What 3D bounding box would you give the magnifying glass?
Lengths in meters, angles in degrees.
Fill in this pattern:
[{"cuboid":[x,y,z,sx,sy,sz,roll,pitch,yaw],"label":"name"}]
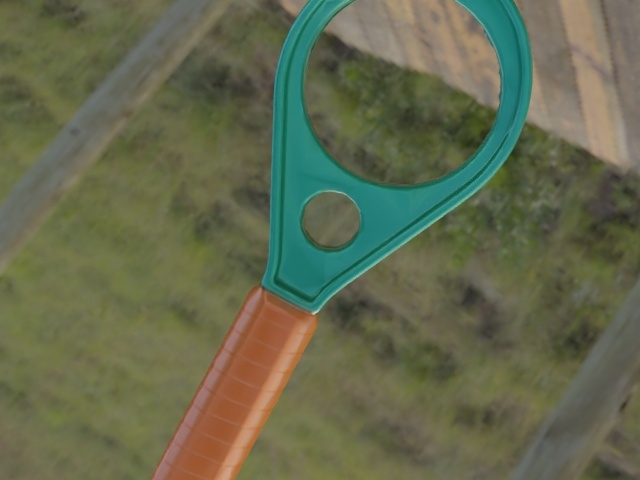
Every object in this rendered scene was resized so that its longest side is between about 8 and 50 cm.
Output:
[{"cuboid":[0.000,0.000,0.477,0.092,0.231,0.026,28,-173,-1],"label":"magnifying glass"}]
